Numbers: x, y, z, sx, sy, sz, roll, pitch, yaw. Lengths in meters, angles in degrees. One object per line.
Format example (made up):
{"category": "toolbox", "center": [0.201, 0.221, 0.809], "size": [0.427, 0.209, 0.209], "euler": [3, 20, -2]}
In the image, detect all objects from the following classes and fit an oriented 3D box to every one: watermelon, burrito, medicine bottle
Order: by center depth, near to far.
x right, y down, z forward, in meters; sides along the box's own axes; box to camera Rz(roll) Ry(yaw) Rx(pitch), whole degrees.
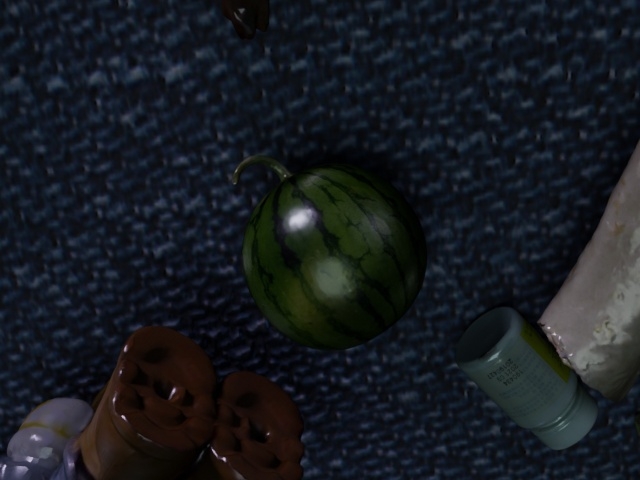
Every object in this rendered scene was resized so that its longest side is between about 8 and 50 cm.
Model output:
{"category": "burrito", "center": [0.181, -0.007, 0.603], "size": [0.060, 0.087, 0.226], "euler": [42, 119, 32]}
{"category": "watermelon", "center": [0.006, 0.004, 0.610], "size": [0.109, 0.109, 0.109], "euler": [2, 118, 4]}
{"category": "medicine bottle", "center": [0.120, 0.080, 0.666], "size": [0.047, 0.047, 0.083], "euler": [-39, 109, 22]}

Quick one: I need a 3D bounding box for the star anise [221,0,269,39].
{"category": "star anise", "center": [-0.049, -0.225, 0.497], "size": [0.288, 0.088, 0.288], "euler": [1, 118, 1]}

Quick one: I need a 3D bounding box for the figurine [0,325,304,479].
{"category": "figurine", "center": [-0.159, 0.198, 0.680], "size": [0.261, 0.186, 0.382], "euler": [35, 120, -7]}

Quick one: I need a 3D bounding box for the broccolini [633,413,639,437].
{"category": "broccolini", "center": [0.248, 0.210, 0.742], "size": [0.057, 0.071, 0.254], "euler": [-1, 120, 53]}
